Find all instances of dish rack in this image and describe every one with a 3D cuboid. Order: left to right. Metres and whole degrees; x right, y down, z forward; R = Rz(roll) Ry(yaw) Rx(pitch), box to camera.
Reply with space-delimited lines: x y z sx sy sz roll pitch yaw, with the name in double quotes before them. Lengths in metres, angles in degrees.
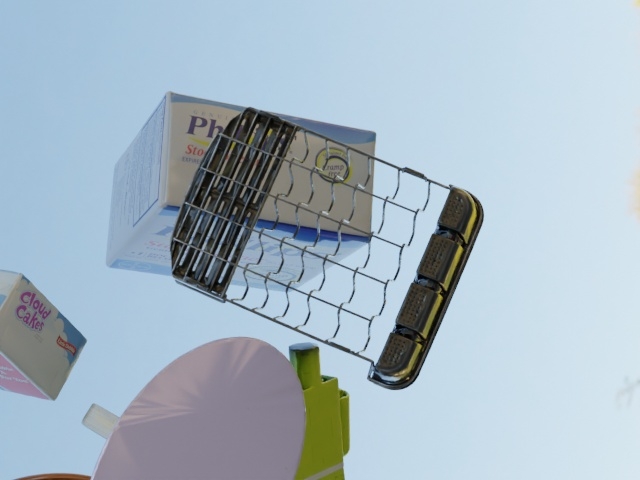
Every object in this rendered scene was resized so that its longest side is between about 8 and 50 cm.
"dish rack" 0.000 0.000 1.237 0.074 0.271 0.208 61 -128 -78

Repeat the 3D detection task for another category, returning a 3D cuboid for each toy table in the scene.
"toy table" -0.123 0.230 1.275 0.274 0.252 0.161 -48 -1 -12

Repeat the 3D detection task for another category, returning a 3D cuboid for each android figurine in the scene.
"android figurine" -0.043 0.277 1.681 0.248 0.056 0.273 -17 -72 -47

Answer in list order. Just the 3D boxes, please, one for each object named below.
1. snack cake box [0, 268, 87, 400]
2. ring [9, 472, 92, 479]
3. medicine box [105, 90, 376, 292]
"snack cake box" -0.425 0.095 1.501 0.089 0.264 0.152 -65 -33 -28
"ring" -0.330 0.441 1.590 0.032 0.336 0.337 -124 35 -66
"medicine box" -0.106 -0.050 1.615 0.289 0.263 0.149 146 130 -64
